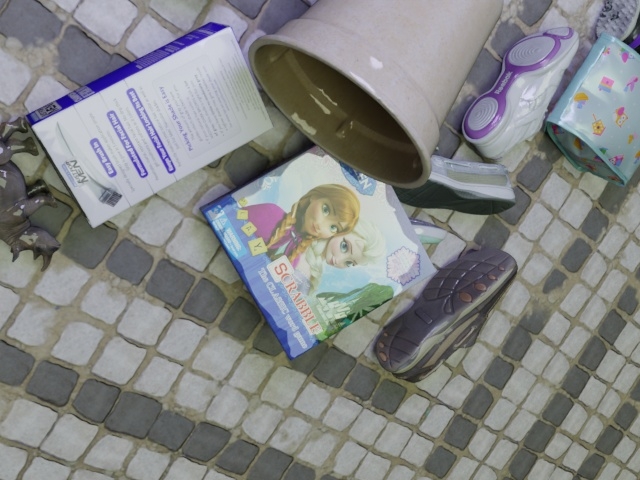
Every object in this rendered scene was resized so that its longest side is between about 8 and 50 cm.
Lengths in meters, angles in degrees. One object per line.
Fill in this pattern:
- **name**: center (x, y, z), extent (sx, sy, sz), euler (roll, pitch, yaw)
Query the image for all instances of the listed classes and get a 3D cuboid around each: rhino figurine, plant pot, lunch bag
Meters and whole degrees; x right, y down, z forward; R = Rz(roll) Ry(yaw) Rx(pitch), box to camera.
- **rhino figurine**: center (-0.470, -0.059, 1.172), extent (0.106, 0.073, 0.243), euler (-22, 117, -23)
- **plant pot**: center (0.112, -0.302, 1.178), extent (0.334, 0.334, 0.305), euler (44, 76, -31)
- **lunch bag**: center (0.589, -0.274, 1.581), extent (0.262, 0.160, 0.223), euler (32, 92, -37)

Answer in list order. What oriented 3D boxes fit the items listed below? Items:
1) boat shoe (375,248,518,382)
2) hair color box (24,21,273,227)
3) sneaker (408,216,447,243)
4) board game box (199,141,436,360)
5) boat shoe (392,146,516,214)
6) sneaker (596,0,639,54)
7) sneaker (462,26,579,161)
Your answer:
- **boat shoe**: center (0.275, 0.161, 1.606), extent (0.355, 0.132, 0.130), euler (-40, 130, 1)
- **hair color box**: center (-0.266, -0.189, 1.209), extent (0.339, 0.110, 0.185), euler (-32, 120, -16)
- **sneaker**: center (0.122, 0.032, 1.487), extent (0.256, 0.094, 0.151), euler (-1, 102, -16)
- **board game box**: center (0.000, 0.000, 1.367), extent (0.318, 0.066, 0.318), euler (-31, 103, -7)
- **boat shoe**: center (0.249, -0.126, 1.498), extent (0.320, 0.118, 0.103), euler (8, 67, -26)
- **sneaker**: center (0.699, -0.521, 1.589), extent (0.146, 0.102, 0.293), euler (22, 101, -35)
- **sneaker**: center (0.410, -0.294, 1.528), extent (0.305, 0.114, 0.152), euler (-50, 135, 1)
